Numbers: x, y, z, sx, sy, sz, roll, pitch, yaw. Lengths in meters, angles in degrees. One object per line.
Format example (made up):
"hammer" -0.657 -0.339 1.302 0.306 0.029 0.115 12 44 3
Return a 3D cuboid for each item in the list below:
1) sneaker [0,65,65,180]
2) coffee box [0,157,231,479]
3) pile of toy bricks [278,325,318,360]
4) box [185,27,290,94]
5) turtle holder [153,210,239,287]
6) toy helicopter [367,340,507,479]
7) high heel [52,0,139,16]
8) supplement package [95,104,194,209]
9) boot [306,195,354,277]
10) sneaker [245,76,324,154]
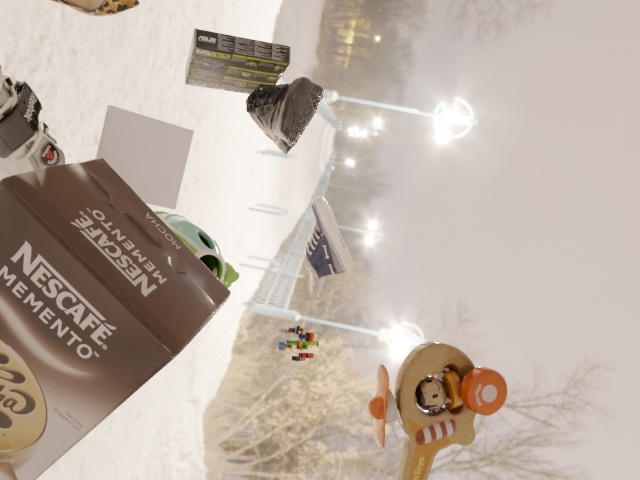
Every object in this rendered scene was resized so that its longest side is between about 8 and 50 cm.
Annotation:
"sneaker" -0.373 -0.141 0.588 0.330 0.146 0.122 129 -28 -53
"coffee box" -0.246 0.093 0.431 0.297 0.168 0.119 -41 -174 19
"pile of toy bricks" -0.058 0.359 1.768 0.212 0.105 0.118 -9 -104 58
"box" -0.178 -0.363 1.051 0.184 0.190 0.045 157 -65 -69
"turtle holder" -0.350 0.075 1.234 0.243 0.227 0.320 -61 150 -29
"toy helicopter" 0.174 0.359 0.925 0.140 0.235 0.355 -174 -79 -72
"high heel" -0.558 -0.563 1.122 0.186 0.261 0.093 -81 -177 -73
"supplement package" -0.317 -0.140 0.884 0.244 0.133 0.139 21 -83 67
"boot" 0.000 0.000 1.058 0.069 0.086 0.190 -87 156 -59
"sneaker" -0.082 -0.248 0.964 0.109 0.130 0.286 -57 -171 -11
